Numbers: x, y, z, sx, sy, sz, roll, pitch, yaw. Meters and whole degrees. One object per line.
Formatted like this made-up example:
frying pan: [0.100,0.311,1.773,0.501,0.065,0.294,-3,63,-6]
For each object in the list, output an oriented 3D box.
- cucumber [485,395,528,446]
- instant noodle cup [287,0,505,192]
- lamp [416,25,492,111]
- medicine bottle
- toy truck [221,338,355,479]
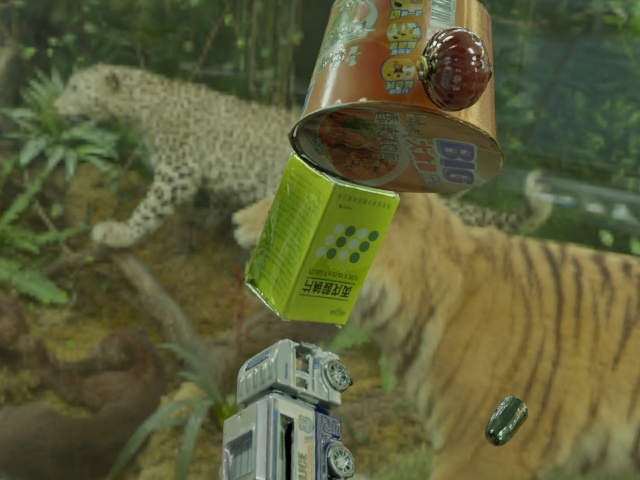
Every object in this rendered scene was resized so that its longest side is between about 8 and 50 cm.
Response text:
cucumber: [0.286,0.287,1.722,0.048,0.048,0.105,14,32,27]
instant noodle cup: [0.117,-0.213,1.521,0.297,0.213,0.296,8,-19,3]
lamp: [0.160,-0.203,1.318,0.090,0.101,0.101,-1,19,-19]
medicine bottle: [0.000,0.000,1.775,0.137,0.250,0.141,8,22,-39]
toy truck: [-0.049,0.259,1.442,0.155,0.124,0.267,28,44,-33]
